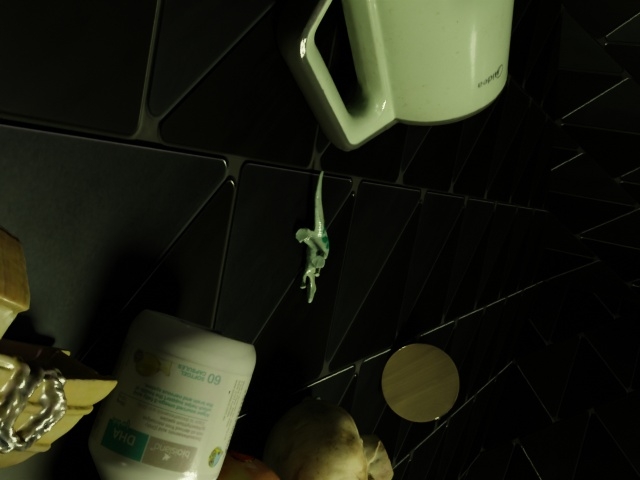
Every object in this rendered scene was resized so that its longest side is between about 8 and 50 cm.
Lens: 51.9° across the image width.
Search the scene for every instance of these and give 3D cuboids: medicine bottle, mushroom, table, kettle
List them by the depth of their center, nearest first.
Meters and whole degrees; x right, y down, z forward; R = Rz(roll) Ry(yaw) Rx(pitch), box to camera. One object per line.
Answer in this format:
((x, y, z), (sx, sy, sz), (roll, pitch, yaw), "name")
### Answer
((-0.157, 0.189, 0.663), (0.135, 0.135, 0.215), (36, 71, -62), "medicine bottle")
((0.099, -0.324, 0.847), (0.361, 0.250, 0.377), (-41, 144, -19), "kettle")
((0.006, 0.360, 0.966), (0.184, 0.255, 0.255), (-18, 124, -24), "mushroom")
((0.236, 0.340, 1.511), (0.227, 0.167, 0.167), (58, 51, -67), "table")

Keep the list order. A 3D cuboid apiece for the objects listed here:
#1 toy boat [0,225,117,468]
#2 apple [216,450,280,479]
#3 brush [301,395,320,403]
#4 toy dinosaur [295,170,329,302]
((-0.273, 0.036, 0.388), (0.162, 0.136, 0.445), (-62, 155, -17), "toy boat")
((-0.116, 0.362, 0.797), (0.209, 0.164, 0.209), (-43, 140, -51), "apple")
((0.003, 0.341, 1.184), (0.062, 0.027, 0.266), (-63, 155, -23), "brush")
((-0.004, -0.001, 0.988), (0.106, 0.044, 0.187), (35, 58, -76), "toy dinosaur")
